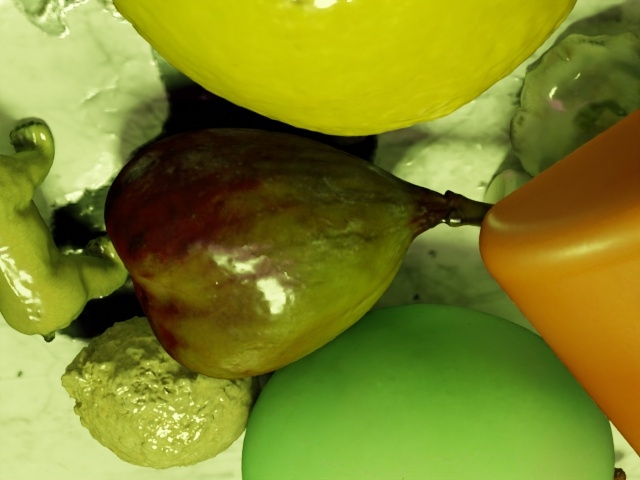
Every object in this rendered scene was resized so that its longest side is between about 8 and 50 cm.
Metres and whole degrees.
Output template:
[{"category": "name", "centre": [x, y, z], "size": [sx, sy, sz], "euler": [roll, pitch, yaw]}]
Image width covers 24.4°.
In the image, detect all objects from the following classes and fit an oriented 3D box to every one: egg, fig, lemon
[{"category": "egg", "centre": [0.078, 0.154, 1.038], "size": [0.269, 0.220, 0.220], "euler": [-4, 129, -18]}, {"category": "fig", "centre": [0.000, 0.002, 0.968], "size": [0.274, 0.145, 0.170], "euler": [-8, 119, 4]}, {"category": "lemon", "centre": [0.009, -0.198, 0.735], "size": [0.297, 0.297, 0.297], "euler": [-1, 128, -1]}, {"category": "egg", "centre": [-0.112, 0.107, 1.066], "size": [0.140, 0.116, 0.118], "euler": [-6, 150, -1]}]

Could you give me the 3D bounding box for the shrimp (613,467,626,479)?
[{"category": "shrimp", "centre": [0.208, 0.237, 1.218], "size": [0.253, 0.058, 0.173], "euler": [-21, 117, 16]}]

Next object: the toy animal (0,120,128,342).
[{"category": "toy animal", "centre": [-0.217, -0.014, 0.977], "size": [0.103, 0.101, 0.219], "euler": [-18, 126, 14]}]

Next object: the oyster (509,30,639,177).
[{"category": "oyster", "centre": [0.310, -0.050, 0.958], "size": [0.351, 0.115, 0.238], "euler": [-17, 110, 1]}]

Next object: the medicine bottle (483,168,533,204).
[{"category": "medicine bottle", "centre": [0.159, -0.014, 1.018], "size": [0.089, 0.052, 0.052], "euler": [16, 125, -13]}]

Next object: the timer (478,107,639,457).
[{"category": "timer", "centre": [0.253, 0.042, 0.887], "size": [0.250, 0.161, 0.257], "euler": [-30, 106, 38]}]
